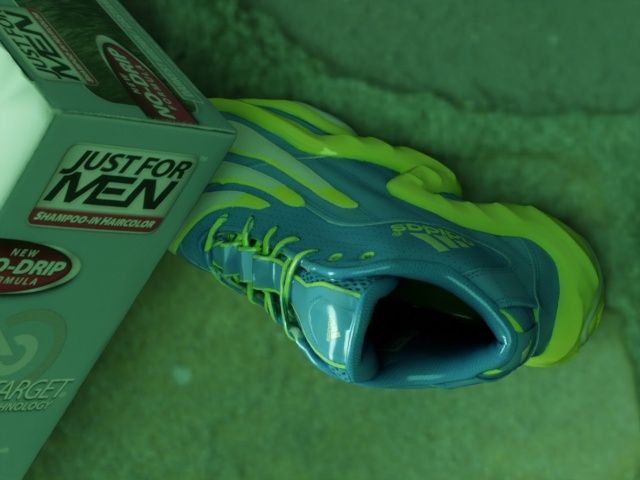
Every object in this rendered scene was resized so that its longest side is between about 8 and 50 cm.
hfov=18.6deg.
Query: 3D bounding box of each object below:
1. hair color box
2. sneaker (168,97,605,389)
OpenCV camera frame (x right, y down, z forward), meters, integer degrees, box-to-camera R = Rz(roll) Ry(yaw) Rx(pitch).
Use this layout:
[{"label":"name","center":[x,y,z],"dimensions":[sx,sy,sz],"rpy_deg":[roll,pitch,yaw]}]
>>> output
[{"label":"hair color box","center":[-0.213,0.037,0.912],"dimensions":[0.185,0.113,0.374],"rpy_deg":[49,117,32]},{"label":"sneaker","center":[0.000,0.000,0.843],"dimensions":[0.240,0.126,0.091],"rpy_deg":[15,107,18]}]
